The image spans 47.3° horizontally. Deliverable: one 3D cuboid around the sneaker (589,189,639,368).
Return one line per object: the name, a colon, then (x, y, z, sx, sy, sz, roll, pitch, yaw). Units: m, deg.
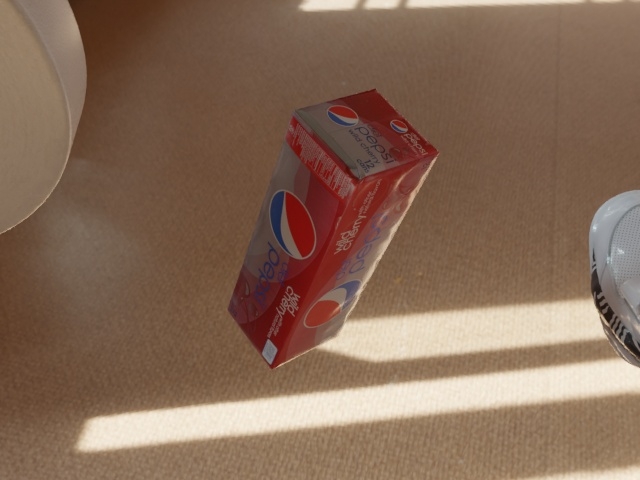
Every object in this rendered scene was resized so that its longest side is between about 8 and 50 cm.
sneaker: (0.299, 0.056, 0.518, 0.137, 0.210, 0.365, -16, 49, 6)

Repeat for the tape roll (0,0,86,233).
tape roll: (-0.378, -0.137, 0.543, 0.392, 0.392, 0.072, 1, 48, -2)

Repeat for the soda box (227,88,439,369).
soda box: (0.000, 0.000, 0.641, 0.092, 0.263, 0.083, -22, 61, -35)
